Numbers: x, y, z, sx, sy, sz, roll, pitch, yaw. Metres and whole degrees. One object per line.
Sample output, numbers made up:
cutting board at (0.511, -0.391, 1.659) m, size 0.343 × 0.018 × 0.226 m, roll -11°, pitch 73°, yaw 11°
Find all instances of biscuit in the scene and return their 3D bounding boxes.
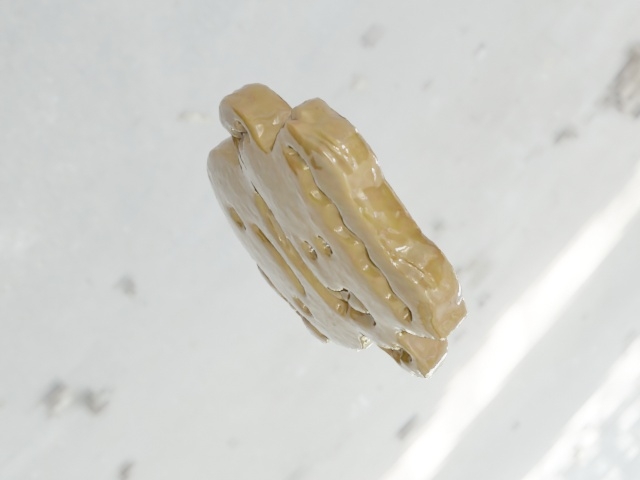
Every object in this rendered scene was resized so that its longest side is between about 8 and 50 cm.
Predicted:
biscuit at (-0.003, -0.003, 0.722) m, size 0.027 × 0.184 × 0.133 m, roll -39°, pitch 109°, yaw -15°
